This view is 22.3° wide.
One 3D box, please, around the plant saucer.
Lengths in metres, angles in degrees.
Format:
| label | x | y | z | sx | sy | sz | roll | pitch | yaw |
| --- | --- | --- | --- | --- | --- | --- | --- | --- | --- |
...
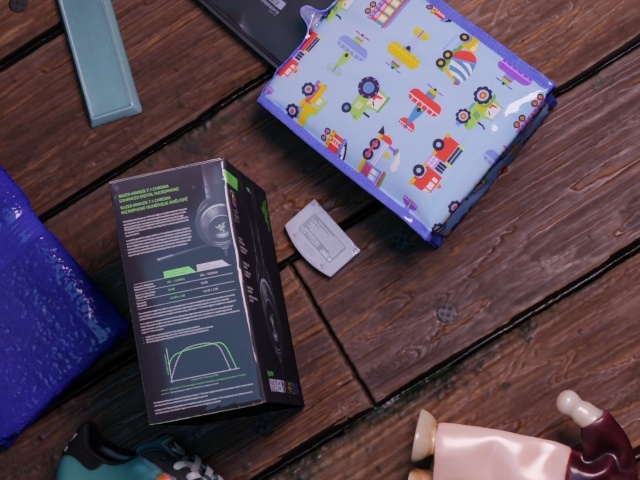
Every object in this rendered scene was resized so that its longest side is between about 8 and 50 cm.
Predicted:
| label | x | y | z | sx | sy | sz | roll | pitch | yaw |
| --- | --- | --- | --- | --- | --- | --- | --- | --- | --- |
| plant saucer | -0.273 | -0.236 | 1.959 | 0.067 | 0.018 | 0.192 | -17 | 80 | 6 |

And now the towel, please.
| label | x | y | z | sx | sy | sz | roll | pitch | yaw |
| --- | --- | --- | --- | --- | --- | --- | --- | --- | --- |
| towel | -0.391 | 0.063 | 1.919 | 0.227 | 0.076 | 0.308 | -42 | 80 | 9 |

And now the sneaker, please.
| label | x | y | z | sx | sy | sz | roll | pitch | yaw |
| --- | --- | --- | --- | --- | --- | --- | --- | --- | --- |
| sneaker | -0.159 | 0.286 | 1.835 | 0.302 | 0.108 | 0.121 | 13 | 90 | 11 |

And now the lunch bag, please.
| label | x | y | z | sx | sy | sz | roll | pitch | yaw |
| --- | --- | --- | --- | --- | --- | --- | --- | --- | --- |
| lunch bag | 0.085 | -0.170 | 1.833 | 0.293 | 0.138 | 0.221 | 40 | 92 | 10 |

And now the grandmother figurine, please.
| label | x | y | z | sx | sy | sz | roll | pitch | yaw |
| --- | --- | --- | --- | --- | --- | --- | --- | --- | --- |
| grandmother figurine | 0.270 | 0.265 | 1.785 | 0.342 | 0.104 | 0.208 | 10 | 112 | 7 |

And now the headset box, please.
| label | x | y | z | sx | sy | sz | roll | pitch | yaw |
| --- | --- | --- | --- | --- | --- | --- | --- | --- | --- |
| headset box | -0.122 | 0.056 | 1.788 | 0.131 | 0.246 | 0.283 | -12 | 81 | 8 |

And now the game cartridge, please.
| label | x | y | z | sx | sy | sz | roll | pitch | yaw |
| --- | --- | --- | --- | --- | --- | --- | --- | --- | --- |
| game cartridge | 0.000 | 0.000 | 1.892 | 0.056 | 0.017 | 0.083 | -41 | 79 | -1 |

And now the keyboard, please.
| label | x | y | z | sx | sy | sz | roll | pitch | yaw |
| --- | --- | --- | --- | --- | --- | --- | --- | --- | --- |
| keyboard | -0.036 | -0.321 | 1.928 | 0.317 | 0.033 | 0.201 | 42 | 92 | 10 |
